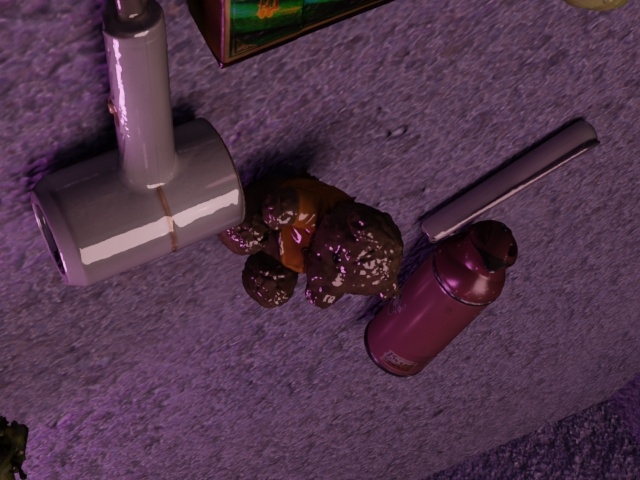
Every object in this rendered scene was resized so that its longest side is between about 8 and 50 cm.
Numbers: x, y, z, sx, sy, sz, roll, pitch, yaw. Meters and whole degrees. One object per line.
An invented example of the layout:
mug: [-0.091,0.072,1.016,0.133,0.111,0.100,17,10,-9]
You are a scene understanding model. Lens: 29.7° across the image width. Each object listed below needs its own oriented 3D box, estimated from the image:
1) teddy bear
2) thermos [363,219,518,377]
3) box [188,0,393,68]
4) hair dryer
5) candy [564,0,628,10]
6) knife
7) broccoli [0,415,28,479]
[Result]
teddy bear: [0.000,0.000,1.265,0.140,0.190,0.177,-54,146,-24]
thermos: [0.187,0.070,1.716,0.136,0.109,0.330,-30,166,-37]
box: [0.017,-0.241,0.925,0.240,0.071,0.159,-24,159,-16]
hair dryer: [-0.158,-0.109,0.978,0.173,0.108,0.357,-24,148,-19]
candy: [0.364,-0.310,1.241,0.335,0.092,0.093,-25,121,-35]
knife: [0.255,-0.075,1.618,0.265,0.041,0.073,-32,169,1]
broccoli: [-0.414,0.305,1.287,0.247,0.246,0.288,-31,154,23]
